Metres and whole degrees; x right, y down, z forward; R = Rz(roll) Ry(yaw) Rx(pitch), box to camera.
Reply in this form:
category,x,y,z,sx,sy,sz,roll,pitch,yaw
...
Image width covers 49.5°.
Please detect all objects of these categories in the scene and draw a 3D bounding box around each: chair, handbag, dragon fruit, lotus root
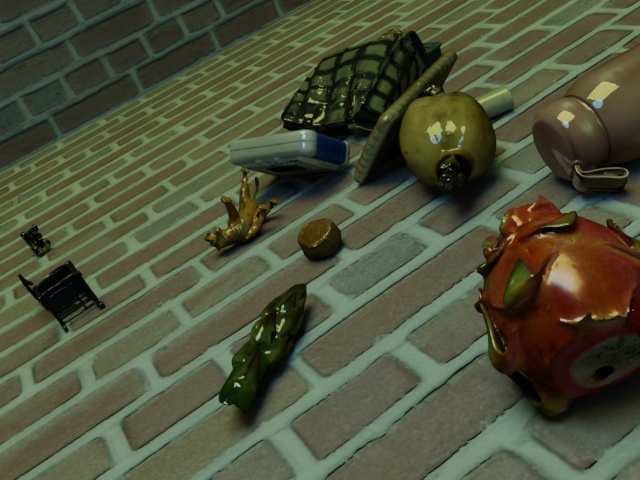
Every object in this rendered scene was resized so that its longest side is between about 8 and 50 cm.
category,x,y,z,sx,sy,sz,roll,pitch,yaw
chair,-0.594,0.110,1.574,0.113,0.106,0.229,-37,31,-20
handbag,0.087,-0.394,1.845,0.325,0.162,0.327,-5,42,40
dragon fruit,0.286,0.068,0.826,0.224,0.224,0.227,-24,33,3
lotus root,0.245,-0.181,1.327,0.182,0.183,0.310,-19,29,12

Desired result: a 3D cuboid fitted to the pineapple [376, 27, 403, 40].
category,x,y,z,sx,sy,sz,roll,pitch,yaw
pineapple,0.162,-0.538,2.086,0.237,0.111,0.119,-35,-4,1

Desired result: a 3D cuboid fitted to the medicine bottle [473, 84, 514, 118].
category,x,y,z,sx,sy,sz,roll,pitch,yaw
medicine bottle,0.312,-0.272,1.545,0.231,0.059,0.059,-24,28,1

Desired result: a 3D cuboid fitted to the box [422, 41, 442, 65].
category,x,y,z,sx,sy,sz,roll,pitch,yaw
box,0.304,-0.533,2.006,0.074,0.054,0.099,-39,30,-20

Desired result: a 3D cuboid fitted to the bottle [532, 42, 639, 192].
category,x,y,z,sx,sy,sz,roll,pitch,yaw
bottle,0.517,-0.209,1.167,0.297,0.173,0.206,-28,62,-6

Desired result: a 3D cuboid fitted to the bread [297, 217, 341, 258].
category,x,y,z,sx,sy,sz,roll,pitch,yaw
bread,0.000,0.000,1.338,0.085,0.053,0.085,-21,39,18

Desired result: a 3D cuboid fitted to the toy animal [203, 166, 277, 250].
category,x,y,z,sx,sy,sz,roll,pitch,yaw
toy animal,-0.161,-0.072,1.572,0.114,0.116,0.255,24,31,0

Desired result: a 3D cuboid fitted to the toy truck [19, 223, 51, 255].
category,x,y,z,sx,sy,sz,roll,pitch,yaw
toy truck,-0.804,0.002,1.960,0.049,0.083,0.054,-45,19,-33

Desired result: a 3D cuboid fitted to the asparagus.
category,x,y,z,sx,sy,sz,roll,pitch,yaw
asparagus,-0.085,0.165,1.103,0.080,0.080,0.287,-6,36,32

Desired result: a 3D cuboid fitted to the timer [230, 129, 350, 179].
category,x,y,z,sx,sy,sz,roll,pitch,yaw
timer,-0.073,-0.196,1.623,0.253,0.078,0.178,-1,-5,39

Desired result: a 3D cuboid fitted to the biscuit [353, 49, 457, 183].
category,x,y,z,sx,sy,sz,roll,pitch,yaw
biscuit,0.185,-0.276,1.534,0.325,0.044,0.217,-47,-10,-34
